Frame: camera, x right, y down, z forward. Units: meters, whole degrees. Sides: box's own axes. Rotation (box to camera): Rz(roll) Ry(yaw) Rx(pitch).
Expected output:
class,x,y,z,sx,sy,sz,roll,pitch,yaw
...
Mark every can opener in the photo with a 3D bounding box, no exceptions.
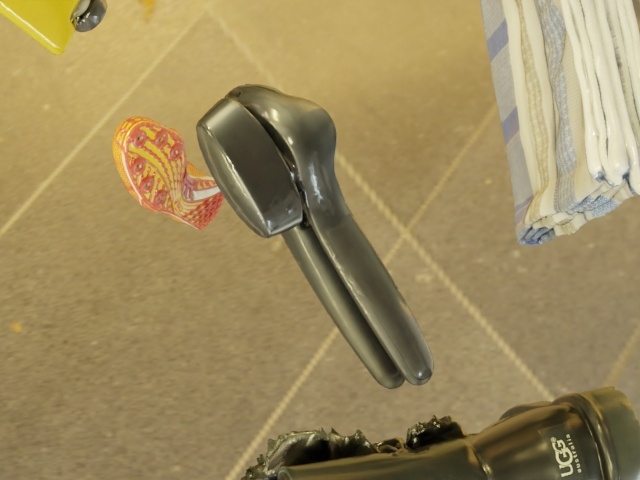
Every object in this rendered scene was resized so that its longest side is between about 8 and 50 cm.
class,x,y,z,sx,sy,sz,roll,pitch,yaw
can opener,0.000,0.000,0.775,0.073,0.059,0.186,-38,107,-21

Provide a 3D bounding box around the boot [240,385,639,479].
class,x,y,z,sx,sy,sz,roll,pitch,yaw
boot,0.052,0.151,0.849,0.207,0.246,0.094,-10,75,-11

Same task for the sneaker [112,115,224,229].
class,x,y,z,sx,sy,sz,roll,pitch,yaw
sneaker,-0.135,-0.053,1.187,0.064,0.067,0.175,-60,160,-11

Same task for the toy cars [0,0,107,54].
class,x,y,z,sx,sy,sz,roll,pitch,yaw
toy cars,-0.211,-0.342,1.119,0.176,0.087,0.394,-18,112,-43

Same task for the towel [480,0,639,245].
class,x,y,z,sx,sy,sz,roll,pitch,yaw
towel,0.121,-0.108,0.806,0.034,0.285,0.209,-9,84,-2
